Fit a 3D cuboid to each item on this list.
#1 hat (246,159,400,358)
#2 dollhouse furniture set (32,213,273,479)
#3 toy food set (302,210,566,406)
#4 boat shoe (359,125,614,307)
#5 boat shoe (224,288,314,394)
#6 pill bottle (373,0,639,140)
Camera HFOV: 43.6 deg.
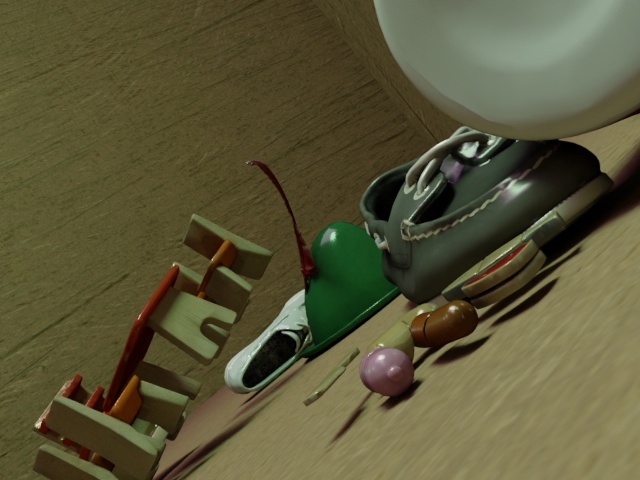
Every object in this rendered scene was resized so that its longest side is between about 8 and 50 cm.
[{"bbox_3d":[0.000,0.000,0.852,0.173,0.183,0.208,-37,-3,-36],"label":"hat"},{"bbox_3d":[-0.184,0.128,0.771,0.259,0.135,0.262,-61,2,41],"label":"dollhouse furniture set"},{"bbox_3d":[0.051,0.036,0.334,0.122,0.019,0.078,-38,-2,28],"label":"toy food set"},{"bbox_3d":[0.074,-0.021,0.514,0.112,0.095,0.335,-38,-3,-5],"label":"boat shoe"},{"bbox_3d":[-0.040,0.119,0.986,0.184,0.066,0.063,-35,10,-21],"label":"boat shoe"},{"bbox_3d":[0.169,-0.152,0.426,0.283,0.161,0.161,-21,-15,-47],"label":"pill bottle"}]
